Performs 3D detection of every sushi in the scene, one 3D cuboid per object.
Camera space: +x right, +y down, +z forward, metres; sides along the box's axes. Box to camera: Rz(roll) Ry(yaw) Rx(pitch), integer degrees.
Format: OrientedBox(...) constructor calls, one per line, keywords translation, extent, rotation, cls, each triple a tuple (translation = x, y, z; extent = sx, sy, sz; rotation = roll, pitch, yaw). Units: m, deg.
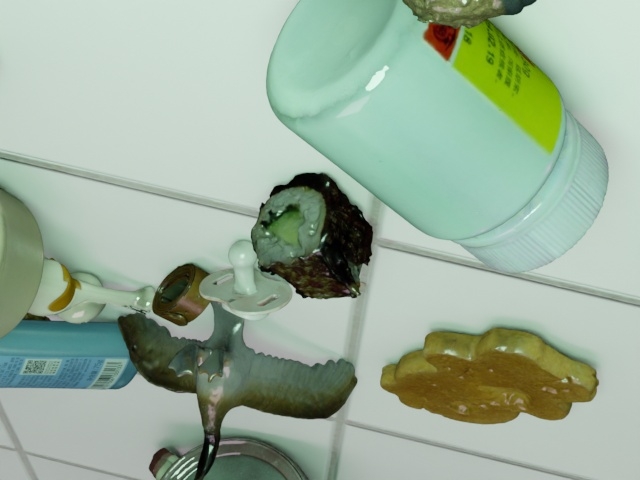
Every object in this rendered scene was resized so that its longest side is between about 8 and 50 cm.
OrientedBox(translation=(-0.001, 0.000, 1.160), extent=(0.098, 0.094, 0.084), rotation=(-3, 150, 31), cls="sushi")

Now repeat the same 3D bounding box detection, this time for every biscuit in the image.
OrientedBox(translation=(0.172, 0.144, 1.414), extent=(0.184, 0.035, 0.249), rotation=(27, 152, -21), cls="biscuit")

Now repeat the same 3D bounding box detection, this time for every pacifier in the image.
OrientedBox(translation=(-0.070, 0.034, 1.311), extent=(0.099, 0.081, 0.078), rotation=(20, 127, 39), cls="pacifier")

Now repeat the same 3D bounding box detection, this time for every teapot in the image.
OrientedBox(translation=(-0.121, 0.407, 1.910), extent=(0.315, 0.233, 0.312), rotation=(37, 167, 24), cls="teapot")

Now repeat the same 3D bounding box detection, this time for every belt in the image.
OrientedBox(translation=(-0.139, 0.058, 1.380), extent=(0.036, 0.059, 0.083), rotation=(29, 149, -25), cls="belt")

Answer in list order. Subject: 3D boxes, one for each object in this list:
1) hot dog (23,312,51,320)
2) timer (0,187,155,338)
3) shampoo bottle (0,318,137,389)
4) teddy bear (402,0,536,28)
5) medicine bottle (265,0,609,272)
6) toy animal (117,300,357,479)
OrientedBox(translation=(-0.379, 0.075, 1.536), extent=(0.169, 0.061, 0.078), rotation=(9, -166, -37), cls="hot dog")
OrientedBox(translation=(-0.300, 0.040, 1.374), extent=(0.175, 0.175, 0.266), rotation=(-2, 167, 31), cls="timer")
OrientedBox(translation=(-0.329, 0.126, 1.504), extent=(0.258, 0.061, 0.104), rotation=(4, 143, -32), cls="shampoo bottle")
OrientedBox(translation=(0.087, -0.179, 0.731), extent=(0.251, 0.129, 0.182), rotation=(9, -171, 2), cls="teddy bear")
OrientedBox(translation=(0.082, -0.082, 0.908), extent=(0.139, 0.139, 0.225), rotation=(-13, 142, 43), cls="medicine bottle")
OrientedBox(translation=(-0.120, 0.154, 1.433), extent=(0.272, 0.197, 0.160), rotation=(13, 151, 14), cls="toy animal")
